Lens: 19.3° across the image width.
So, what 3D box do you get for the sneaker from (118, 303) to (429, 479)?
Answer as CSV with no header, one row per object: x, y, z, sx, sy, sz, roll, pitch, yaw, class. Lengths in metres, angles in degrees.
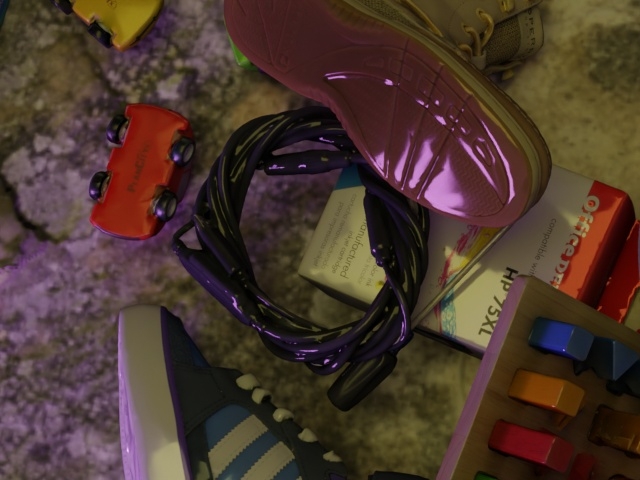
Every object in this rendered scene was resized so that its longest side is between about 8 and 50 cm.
0.001,0.170,1.236,0.236,0.130,0.323,-9,54,-12,sneaker

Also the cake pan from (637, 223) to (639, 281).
0.339,0.022,1.173,0.293,0.054,0.293,1,74,-2,cake pan

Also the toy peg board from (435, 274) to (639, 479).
0.172,0.127,1.159,0.079,0.161,0.161,11,77,56,toy peg board

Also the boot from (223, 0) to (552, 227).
0.090,-0.113,1.212,0.262,0.203,0.095,37,125,32,boot

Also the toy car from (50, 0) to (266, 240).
-0.075,-0.131,1.342,0.225,0.053,0.239,-17,74,9,toy car

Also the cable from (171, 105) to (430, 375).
0.000,0.000,1.219,0.184,0.047,0.150,40,86,27,cable

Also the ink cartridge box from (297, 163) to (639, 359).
0.119,0.011,1.248,0.231,0.078,0.134,22,84,17,ink cartridge box

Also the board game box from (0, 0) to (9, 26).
-0.273,-0.222,1.328,0.047,0.210,0.160,14,81,15,board game box

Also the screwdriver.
0.066,0.046,1.199,0.024,0.025,0.170,46,103,13,screwdriver
